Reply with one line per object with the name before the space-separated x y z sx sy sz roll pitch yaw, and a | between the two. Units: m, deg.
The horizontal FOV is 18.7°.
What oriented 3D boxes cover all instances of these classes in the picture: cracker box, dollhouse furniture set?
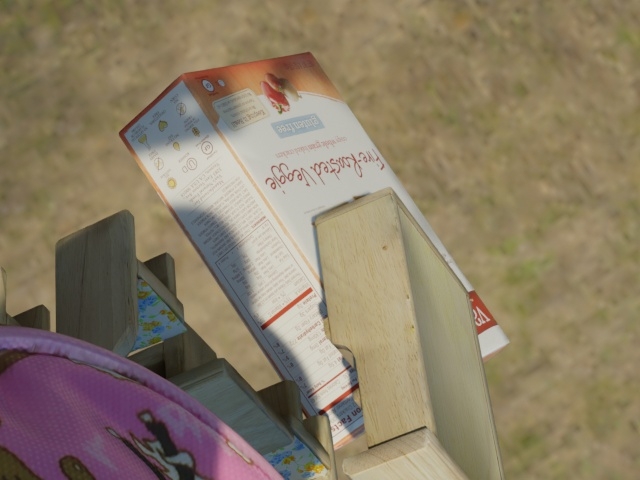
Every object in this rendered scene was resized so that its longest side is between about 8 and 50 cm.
cracker box | 0.000 0.000 1.187 0.067 0.232 0.156 -38 171 29
dollhouse furniture set | -0.043 0.104 0.963 0.242 0.161 0.212 -23 136 16

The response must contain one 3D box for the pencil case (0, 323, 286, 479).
pencil case | -0.156 0.185 0.589 0.167 0.160 0.386 24 130 -28
